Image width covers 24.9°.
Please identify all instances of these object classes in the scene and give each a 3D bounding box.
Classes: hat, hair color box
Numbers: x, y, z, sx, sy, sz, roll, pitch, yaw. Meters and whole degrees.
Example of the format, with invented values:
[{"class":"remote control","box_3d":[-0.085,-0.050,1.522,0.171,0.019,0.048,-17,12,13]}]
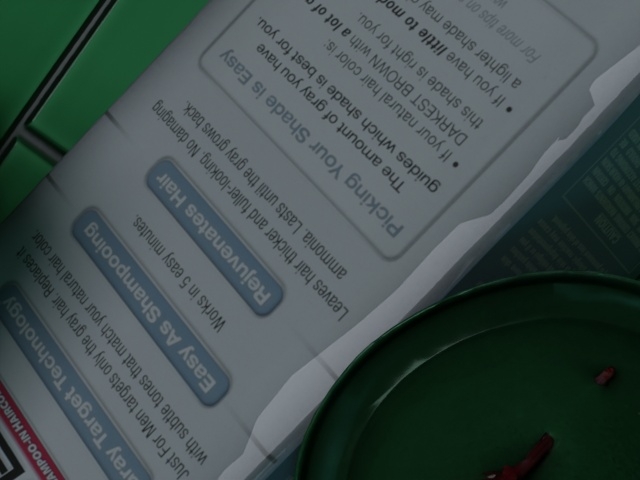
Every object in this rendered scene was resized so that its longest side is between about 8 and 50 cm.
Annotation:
[{"class":"hat","box_3d":[0.068,0.115,0.436,0.209,0.183,0.173,-24,99,4]},{"class":"hair color box","box_3d":[0.000,0.000,0.610,0.374,0.113,0.185,-46,55,4]}]
